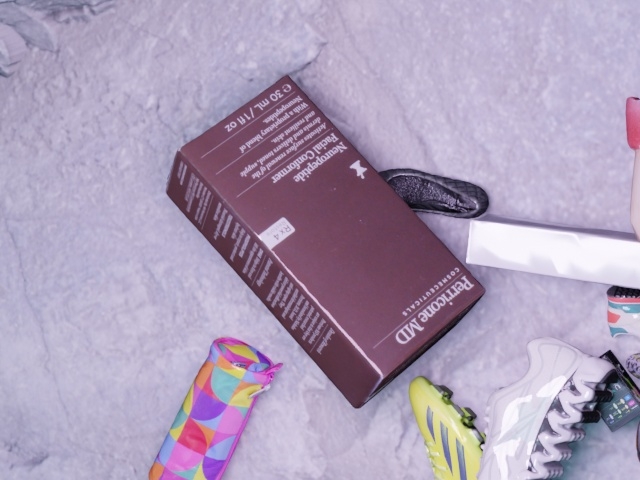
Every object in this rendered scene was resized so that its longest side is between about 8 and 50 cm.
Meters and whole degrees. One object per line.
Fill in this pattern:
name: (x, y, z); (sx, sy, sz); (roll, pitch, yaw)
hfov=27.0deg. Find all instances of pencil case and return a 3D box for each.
pencil case: (-0.146, 0.246, 1.807); (0.104, 0.104, 0.236); (31, 104, 14)

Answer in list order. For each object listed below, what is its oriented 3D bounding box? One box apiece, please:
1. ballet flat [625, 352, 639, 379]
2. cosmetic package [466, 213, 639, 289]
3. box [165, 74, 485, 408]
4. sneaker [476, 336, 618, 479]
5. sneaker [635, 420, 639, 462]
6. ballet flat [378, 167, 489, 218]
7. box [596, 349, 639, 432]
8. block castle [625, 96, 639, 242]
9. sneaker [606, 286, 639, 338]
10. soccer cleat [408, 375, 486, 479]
ballet flat: (0.431, 0.166, 1.638); (0.114, 0.041, 0.041); (18, 99, 17)
cosmetic package: (0.307, 0.014, 1.637); (0.239, 0.099, 0.060); (8, 96, 18)
box: (0.000, 0.000, 1.674); (0.191, 0.143, 0.381); (-38, 81, -25)
sneaker: (0.240, 0.251, 1.615); (0.118, 0.110, 0.292); (33, 93, 26)
sneaker: (0.437, 0.308, 1.625); (0.084, 0.083, 0.214); (-16, 88, 20)
ballet flat: (0.131, -0.062, 1.714); (0.173, 0.049, 0.057); (7, 95, 18)
box: (0.360, 0.186, 1.651); (0.052, 0.062, 0.083); (-38, 82, 17)
block castle: (0.567, -0.082, 1.435); (0.454, 0.303, 0.212); (6, 94, 19)
sneaker: (0.430, 0.099, 1.632); (0.161, 0.057, 0.075); (6, 113, 17)
soccer cleat: (0.182, 0.309, 1.701); (0.121, 0.093, 0.289); (-34, 85, 11)
